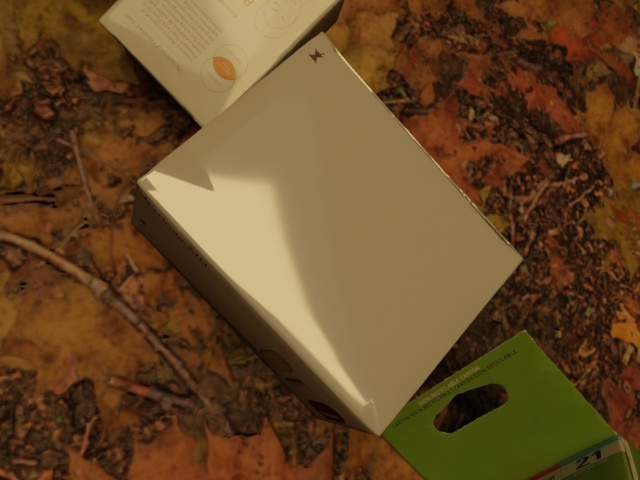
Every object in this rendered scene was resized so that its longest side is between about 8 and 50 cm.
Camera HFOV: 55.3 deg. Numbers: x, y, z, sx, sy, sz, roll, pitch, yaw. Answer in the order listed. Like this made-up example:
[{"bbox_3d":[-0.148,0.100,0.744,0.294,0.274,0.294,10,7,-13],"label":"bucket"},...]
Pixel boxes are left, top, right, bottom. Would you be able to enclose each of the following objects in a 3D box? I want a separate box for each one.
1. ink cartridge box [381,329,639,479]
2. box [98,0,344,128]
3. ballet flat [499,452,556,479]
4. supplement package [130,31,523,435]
[{"bbox_3d":[0.185,0.237,0.530,0.255,0.189,0.097,47,26,-5],"label":"ink cartridge box"},{"bbox_3d":[-0.083,-0.198,0.550,0.170,0.091,0.130,-44,96,1],"label":"box"},{"bbox_3d":[0.268,0.281,0.621,0.248,0.086,0.086,40,70,-6],"label":"ballet flat"},{"bbox_3d":[0.000,0.000,0.539,0.262,0.145,0.204,47,69,-5],"label":"supplement package"}]
